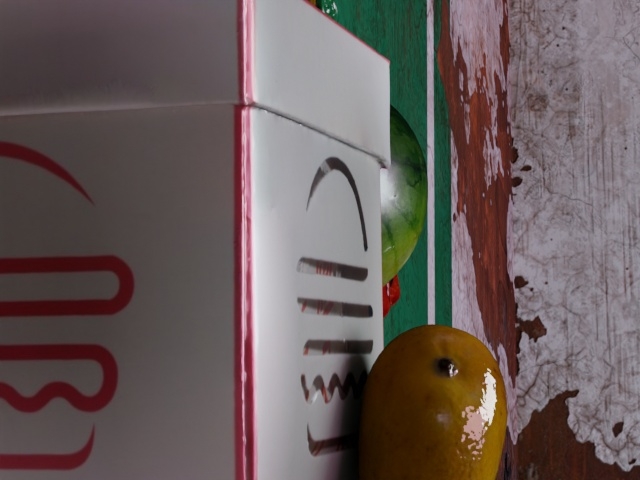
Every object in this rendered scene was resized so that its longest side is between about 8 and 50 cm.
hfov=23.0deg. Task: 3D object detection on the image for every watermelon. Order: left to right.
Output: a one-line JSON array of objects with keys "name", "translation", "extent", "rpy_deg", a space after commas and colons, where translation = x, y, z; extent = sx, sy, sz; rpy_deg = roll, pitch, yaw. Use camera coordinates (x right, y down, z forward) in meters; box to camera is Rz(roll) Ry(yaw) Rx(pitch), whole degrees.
[{"name": "watermelon", "translation": [-0.014, -0.043, 1.517], "extent": [0.242, 0.242, 0.242], "rpy_deg": [-4, 90, -74]}]

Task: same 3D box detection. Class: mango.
[{"name": "mango", "translation": [0.065, 0.133, 0.953], "extent": [0.115, 0.089, 0.165], "rpy_deg": [36, 63, -84]}]

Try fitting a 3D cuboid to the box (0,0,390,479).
[{"name": "box", "translation": [-0.136, 0.014, 0.963], "extent": [0.314, 0.312, 0.300], "rpy_deg": [14, 76, -74]}]

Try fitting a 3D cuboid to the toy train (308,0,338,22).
[{"name": "toy train", "translation": [-0.049, -0.220, 1.704], "extent": [0.136, 0.091, 0.227], "rpy_deg": [25, 61, -60]}]

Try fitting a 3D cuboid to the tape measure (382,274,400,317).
[{"name": "tape measure", "translation": [0.000, 0.000, 1.775], "extent": [0.253, 0.114, 0.260], "rpy_deg": [-45, 125, -68]}]
